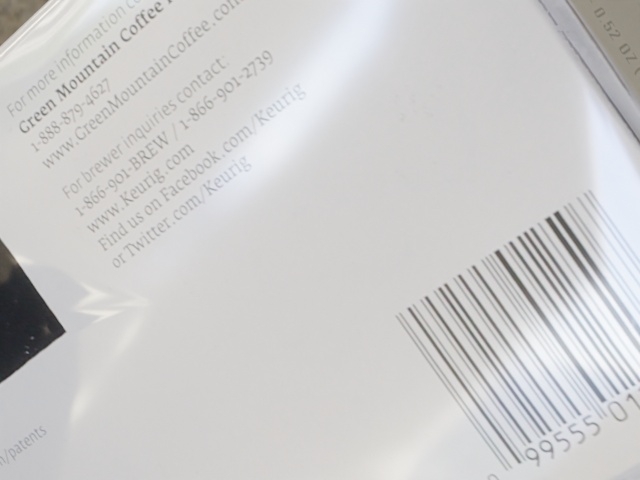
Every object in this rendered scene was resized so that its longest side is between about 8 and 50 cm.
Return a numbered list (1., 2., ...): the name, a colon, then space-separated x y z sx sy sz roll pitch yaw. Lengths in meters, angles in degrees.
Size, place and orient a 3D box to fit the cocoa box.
1. cocoa box: 0.000 0.000 0.568 0.231 0.347 0.228 55 31 1
